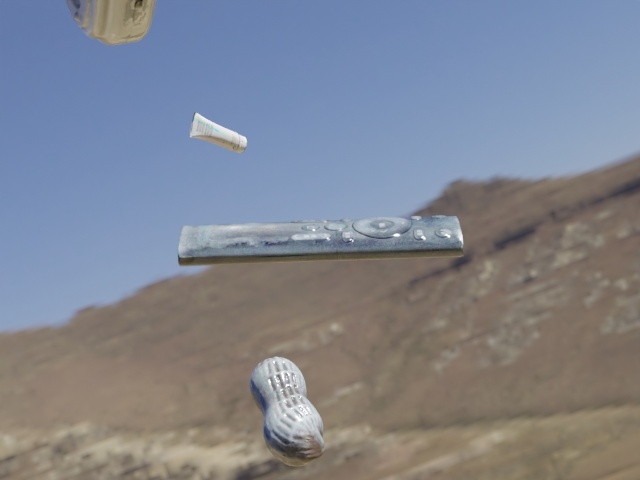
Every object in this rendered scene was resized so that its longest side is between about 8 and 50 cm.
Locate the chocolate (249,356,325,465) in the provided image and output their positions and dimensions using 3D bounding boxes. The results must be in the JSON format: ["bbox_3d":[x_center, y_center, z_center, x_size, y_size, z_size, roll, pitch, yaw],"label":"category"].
[{"bbox_3d":[-0.040,0.202,1.871,0.072,0.167,0.072,-9,-51,-11],"label":"chocolate"}]

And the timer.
[{"bbox_3d":[-0.253,-0.365,1.799,0.087,0.262,0.237,-9,-33,-22],"label":"timer"}]

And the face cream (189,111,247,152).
[{"bbox_3d":[-0.152,-0.157,2.341,0.020,0.038,0.115,6,-9,39],"label":"face cream"}]

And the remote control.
[{"bbox_3d":[0.000,0.000,2.124,0.377,0.044,0.107,-2,25,0],"label":"remote control"}]
